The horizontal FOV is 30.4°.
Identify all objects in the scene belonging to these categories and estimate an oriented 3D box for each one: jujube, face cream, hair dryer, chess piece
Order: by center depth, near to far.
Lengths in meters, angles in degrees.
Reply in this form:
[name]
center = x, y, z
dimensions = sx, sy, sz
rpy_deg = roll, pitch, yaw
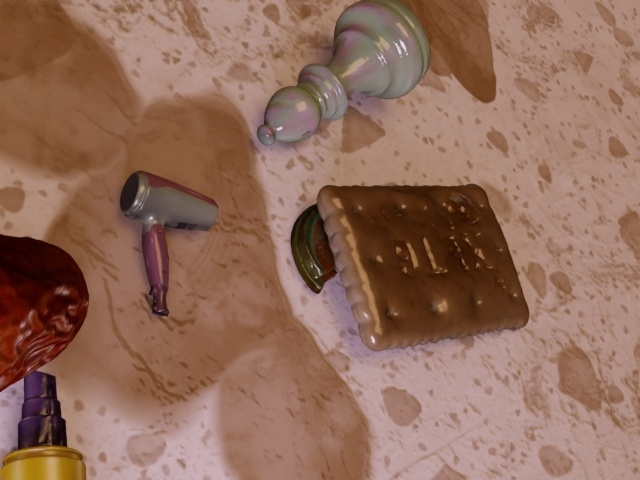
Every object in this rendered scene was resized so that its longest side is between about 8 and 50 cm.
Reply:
[jujube]
center = -0.319, 0.058, 1.031
dimensions = 0.255, 0.190, 0.190
rpy_deg = -15, 75, -56
[face cream]
center = -0.245, 0.246, 1.043
dimensions = 0.078, 0.078, 0.273
rpy_deg = 11, 59, -34
[hair dryer]
center = -0.170, 0.009, 1.278
dimensions = 0.106, 0.054, 0.154
rpy_deg = 21, 63, -34
[chess piece]
center = 0.012, -0.197, 1.504
dimensions = 0.271, 0.139, 0.139
rpy_deg = -40, 93, -33

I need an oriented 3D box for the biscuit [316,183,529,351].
[biscuit]
center = 0.141, 0.023, 1.493
dimensions = 0.325, 0.044, 0.217
rpy_deg = -2, 67, -45

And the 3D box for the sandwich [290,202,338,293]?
[sandwich]
center = -0.002, 0.001, 1.420
dimensions = 0.067, 0.029, 0.135
rpy_deg = 27, 49, -22
